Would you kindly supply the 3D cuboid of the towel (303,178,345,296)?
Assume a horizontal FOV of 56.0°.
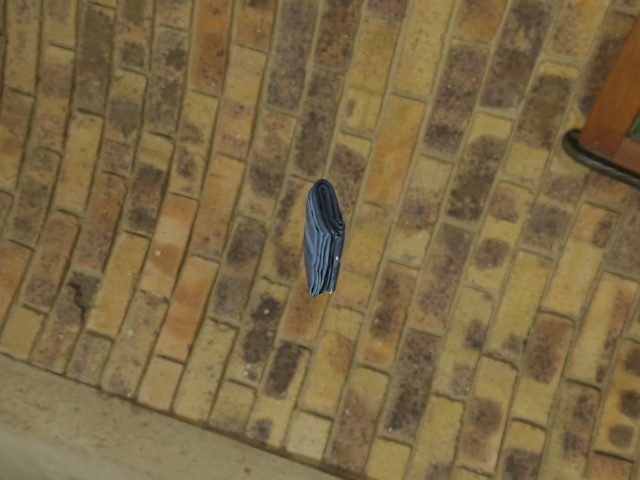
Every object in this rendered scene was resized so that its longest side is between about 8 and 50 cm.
[{"bbox_3d":[0.000,0.000,0.581,0.119,0.029,0.067,95,163,-56],"label":"towel"}]
